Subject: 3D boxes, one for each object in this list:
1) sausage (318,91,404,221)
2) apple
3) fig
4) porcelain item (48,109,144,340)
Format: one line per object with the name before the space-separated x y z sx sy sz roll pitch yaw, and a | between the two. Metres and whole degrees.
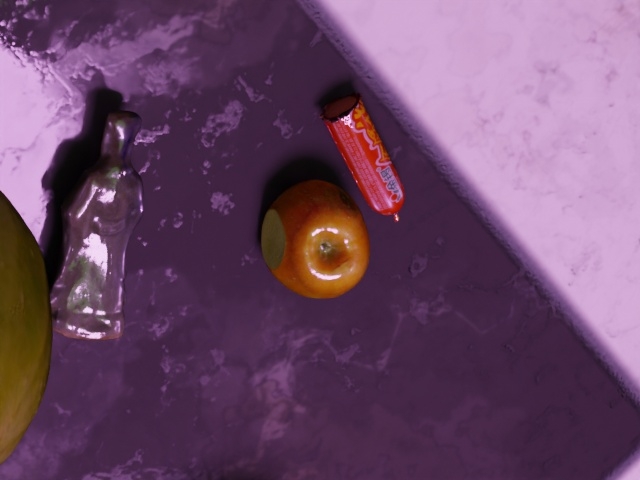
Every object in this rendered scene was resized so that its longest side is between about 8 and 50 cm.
sausage | 0.048 -0.075 1.788 0.048 0.050 0.145 -30 120 -4
apple | 0.000 0.000 1.765 0.099 0.102 0.114 3 107 -22
fig | -0.355 0.083 1.527 0.316 0.316 0.316 -8 113 -20
porcelain item | -0.206 -0.018 1.690 0.081 0.069 0.216 5 109 -20
